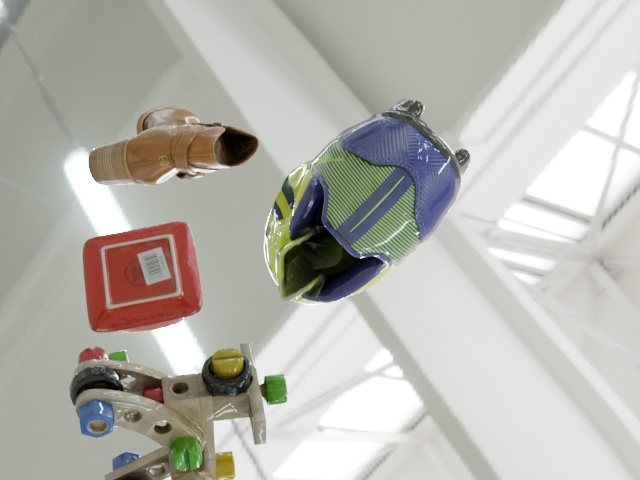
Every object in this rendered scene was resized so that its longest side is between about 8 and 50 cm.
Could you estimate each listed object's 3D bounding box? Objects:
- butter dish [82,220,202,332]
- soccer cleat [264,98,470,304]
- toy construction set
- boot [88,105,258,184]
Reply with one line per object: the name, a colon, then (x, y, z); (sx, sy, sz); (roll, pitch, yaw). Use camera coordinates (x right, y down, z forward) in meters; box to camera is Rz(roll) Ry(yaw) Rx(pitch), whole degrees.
butter dish: (-0.247, 0.072, 1.650); (0.159, 0.118, 0.160); (-11, -123, -4)
soccer cleat: (-0.001, -0.001, 0.772); (0.093, 0.121, 0.289); (44, -22, -1)
toy construction set: (-0.158, 0.216, 1.385); (0.309, 0.237, 0.258); (-130, -152, -73)
boot: (-0.132, -0.101, 1.225); (0.152, 0.197, 0.073); (-5, -70, 25)
